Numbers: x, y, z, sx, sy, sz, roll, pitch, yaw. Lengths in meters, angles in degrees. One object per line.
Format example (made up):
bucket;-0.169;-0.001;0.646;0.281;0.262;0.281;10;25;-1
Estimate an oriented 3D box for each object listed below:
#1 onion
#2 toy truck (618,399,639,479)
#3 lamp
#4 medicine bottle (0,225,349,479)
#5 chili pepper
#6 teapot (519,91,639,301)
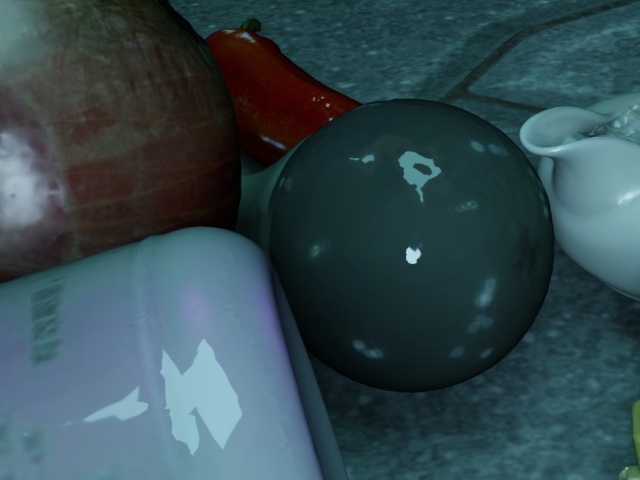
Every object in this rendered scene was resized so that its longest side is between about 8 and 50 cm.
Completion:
onion;-0.207;-0.052;0.862;0.353;0.354;0.353;-4;33;3
toy truck;0.237;0.106;0.745;0.157;0.124;0.272;-7;34;16
lamp;0.007;-0.017;0.912;0.314;0.182;0.182;23;42;39
medicine bottle;-0.143;0.155;0.594;0.325;0.256;0.256;-19;33;0
chili pepper;-0.006;-0.098;1.146;0.137;0.092;0.368;-7;34;-39
teapot;0.259;-0.045;0.946;0.298;0.139;0.204;-16;32;-27
